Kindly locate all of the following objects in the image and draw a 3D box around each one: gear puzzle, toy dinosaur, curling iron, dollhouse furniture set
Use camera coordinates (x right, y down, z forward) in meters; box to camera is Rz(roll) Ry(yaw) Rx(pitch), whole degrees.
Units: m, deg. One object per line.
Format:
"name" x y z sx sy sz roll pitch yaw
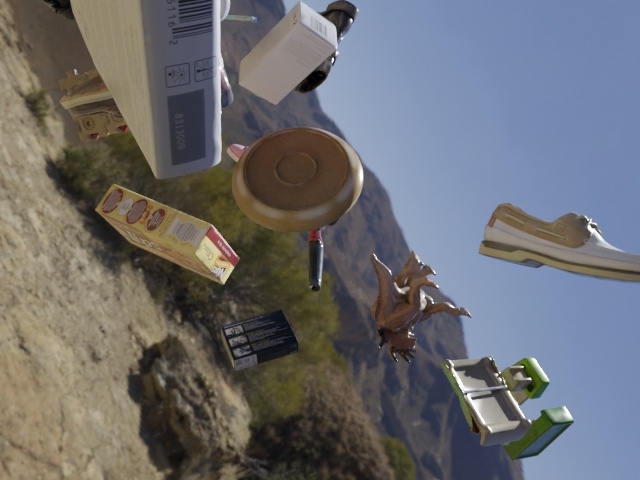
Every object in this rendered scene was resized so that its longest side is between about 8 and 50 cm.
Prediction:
"gear puzzle" -0.455 -0.359 1.623 0.044 0.339 0.175 -65 141 -67
"toy dinosaur" 0.154 0.140 1.312 0.296 0.200 0.127 36 17 -50
"curling iron" 0.000 0.000 1.198 0.035 0.068 0.274 49 27 -21
"dollhouse furniture set" 0.395 0.389 1.547 0.151 0.302 0.197 -58 -137 35

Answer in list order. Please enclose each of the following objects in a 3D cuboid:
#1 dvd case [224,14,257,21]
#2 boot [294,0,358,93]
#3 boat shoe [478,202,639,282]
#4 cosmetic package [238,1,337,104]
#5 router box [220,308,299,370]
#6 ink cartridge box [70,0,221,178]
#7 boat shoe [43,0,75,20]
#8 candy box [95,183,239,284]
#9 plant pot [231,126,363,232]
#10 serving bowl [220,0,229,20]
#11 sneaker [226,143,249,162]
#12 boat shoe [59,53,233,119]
"dvd case" -0.197 -0.519 1.570 0.119 0.087 0.013 -86 180 -72
"boot" -0.015 -0.473 1.701 0.091 0.229 0.263 28 -16 -20
"boat shoe" 0.417 0.003 1.123 0.113 0.302 0.103 16 87 -57
"cosmetic package" -0.079 -0.432 1.568 0.117 0.231 0.085 26 48 -35
"router box" -0.163 0.263 1.794 0.133 0.179 0.046 -121 -156 -46
"ink cartridge box" -0.224 -0.308 0.774 0.385 0.091 0.308 56 -27 34
"boat shoe" -0.594 -0.582 1.601 0.340 0.127 0.113 -104 179 -75
"candy box" -0.373 -0.015 1.644 0.316 0.087 0.183 22 -20 25
"plant pot" -0.042 -0.120 1.192 0.032 0.236 0.236 83 -14 -56
"serving bowl" -0.192 -0.399 1.113 0.027 0.083 0.083 -51 126 -46
"sneaker" -0.105 -0.163 1.272 0.134 0.070 0.051 29 26 -5
"boat shoe" -0.258 -0.210 0.989 0.103 0.285 0.092 -66 141 -49
